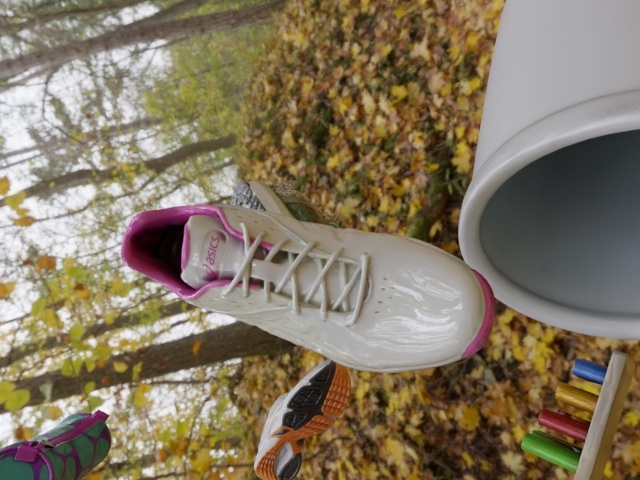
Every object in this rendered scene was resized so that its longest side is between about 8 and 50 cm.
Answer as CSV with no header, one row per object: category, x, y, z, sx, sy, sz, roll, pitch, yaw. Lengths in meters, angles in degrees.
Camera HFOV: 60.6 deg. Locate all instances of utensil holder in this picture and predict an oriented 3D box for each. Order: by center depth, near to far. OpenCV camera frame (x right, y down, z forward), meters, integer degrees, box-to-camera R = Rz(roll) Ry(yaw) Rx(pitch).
utensil holder,0.344,-0.137,0.608,0.327,0.328,0.385,74,-151,-51

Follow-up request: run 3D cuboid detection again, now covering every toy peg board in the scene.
toy peg board,0.313,0.208,0.664,0.079,0.160,0.161,16,174,35

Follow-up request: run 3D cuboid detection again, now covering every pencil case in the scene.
pencil case,-0.255,0.210,0.526,0.065,0.070,0.151,28,174,0

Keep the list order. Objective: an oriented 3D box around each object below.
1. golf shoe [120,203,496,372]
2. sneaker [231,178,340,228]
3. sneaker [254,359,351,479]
golf shoe,-0.026,0.033,0.427,0.140,0.306,0.115,20,-100,-58
sneaker,0.000,0.000,1.128,0.410,0.182,0.158,48,143,19
sneaker,-0.042,0.296,0.969,0.099,0.262,0.121,27,-162,-19
